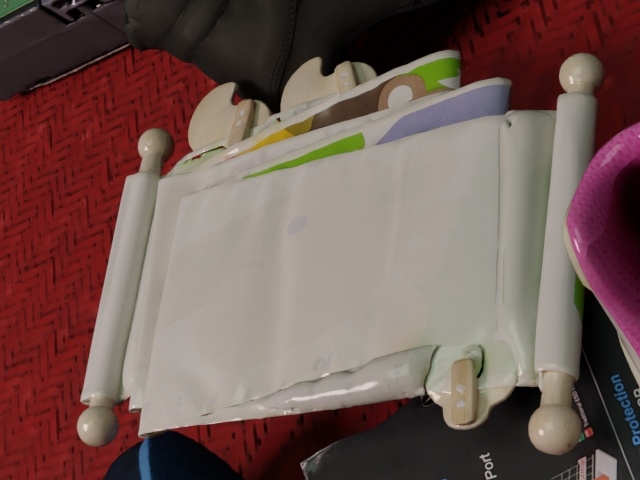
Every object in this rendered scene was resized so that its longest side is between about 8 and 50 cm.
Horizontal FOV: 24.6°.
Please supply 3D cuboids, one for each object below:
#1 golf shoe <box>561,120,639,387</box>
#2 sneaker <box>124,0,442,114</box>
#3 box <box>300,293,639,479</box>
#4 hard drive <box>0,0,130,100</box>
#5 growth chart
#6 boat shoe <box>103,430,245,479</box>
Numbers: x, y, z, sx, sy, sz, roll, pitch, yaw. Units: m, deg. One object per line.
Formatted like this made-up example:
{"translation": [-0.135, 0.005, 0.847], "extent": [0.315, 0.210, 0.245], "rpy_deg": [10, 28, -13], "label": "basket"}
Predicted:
{"translation": [0.160, 0.073, 0.286], "extent": [0.115, 0.140, 0.306], "rpy_deg": [-53, 49, 4], "label": "golf shoe"}
{"translation": [0.038, -0.171, 0.606], "extent": [0.286, 0.130, 0.109], "rpy_deg": [-53, 6, 25], "label": "sneaker"}
{"translation": [0.155, 0.130, 0.403], "extent": [0.293, 0.073, 0.296], "rpy_deg": [-35, 52, 24], "label": "box"}
{"translation": [-0.104, -0.266, 0.813], "extent": [0.237, 0.064, 0.339], "rpy_deg": [-20, 58, 32], "label": "hard drive"}
{"translation": [0.000, 0.000, 0.541], "extent": [0.237, 0.021, 0.172], "rpy_deg": [-8, 55, 38], "label": "growth chart"}
{"translation": [-0.035, 0.184, 0.516], "extent": [0.089, 0.109, 0.258], "rpy_deg": [-44, 46, 20], "label": "boat shoe"}
